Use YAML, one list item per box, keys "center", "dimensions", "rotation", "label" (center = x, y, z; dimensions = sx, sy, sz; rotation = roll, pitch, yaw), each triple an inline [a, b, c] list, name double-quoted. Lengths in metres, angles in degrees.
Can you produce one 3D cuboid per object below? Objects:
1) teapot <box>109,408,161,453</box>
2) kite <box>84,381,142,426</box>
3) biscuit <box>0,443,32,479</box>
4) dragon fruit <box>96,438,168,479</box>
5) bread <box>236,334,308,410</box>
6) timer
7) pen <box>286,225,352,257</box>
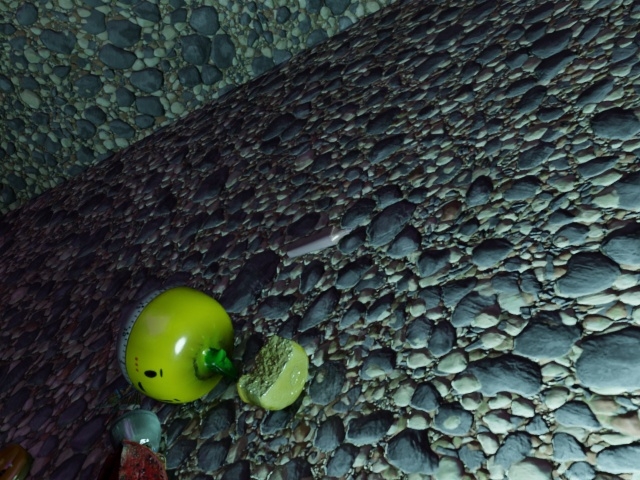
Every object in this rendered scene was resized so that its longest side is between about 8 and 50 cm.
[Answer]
- center: [-0.415, 0.454, 1.564]
  dimensions: [0.149, 0.111, 0.108]
  rotation: [-34, 39, -1]
  label: "teapot"
- center: [-0.509, 0.408, 1.816]
  dimensions: [0.182, 0.010, 0.160]
  rotation: [-9, 37, 34]
  label: "kite"
- center: [-0.826, 0.601, 1.843]
  dimensions: [0.170, 0.050, 0.170]
  rotation: [-27, 31, 18]
  label: "biscuit"
- center: [-0.396, 0.513, 1.477]
  dimensions: [0.161, 0.127, 0.121]
  rotation: [-50, 21, 22]
  label: "dragon fruit"
- center: [-0.088, 0.278, 1.449]
  dimensions: [0.086, 0.125, 0.156]
  rotation: [11, 57, 42]
  label: "bread"
- center: [-0.287, 0.244, 1.587]
  dimensions: [0.285, 0.285, 0.285]
  rotation: [-26, 32, 18]
  label: "timer"
- center: [0.000, 0.000, 1.824]
  dimensions: [0.197, 0.032, 0.053]
  rotation: [-19, 34, 32]
  label: "pen"
